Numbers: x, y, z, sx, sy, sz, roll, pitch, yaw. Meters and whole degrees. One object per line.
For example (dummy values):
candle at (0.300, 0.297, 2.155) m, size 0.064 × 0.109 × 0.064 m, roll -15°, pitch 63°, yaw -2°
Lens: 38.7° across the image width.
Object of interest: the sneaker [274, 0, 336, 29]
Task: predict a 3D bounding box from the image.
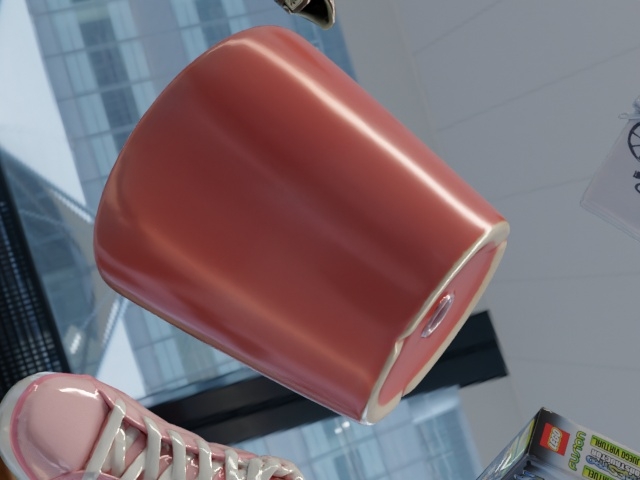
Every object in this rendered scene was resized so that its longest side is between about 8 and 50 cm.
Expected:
sneaker at (-0.041, -0.320, 1.115) m, size 0.066 × 0.188 × 0.071 m, roll -37°, pitch -122°, yaw 27°

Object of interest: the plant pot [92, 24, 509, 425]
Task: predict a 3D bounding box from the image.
plant pot at (0.000, 0.000, 0.739) m, size 0.243 × 0.275 × 0.275 m, roll 35°, pitch -34°, yaw 18°

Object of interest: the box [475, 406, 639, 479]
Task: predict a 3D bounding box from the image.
box at (0.160, 0.193, 0.621) m, size 0.114 × 0.036 × 0.207 m, roll 25°, pitch -36°, yaw 6°

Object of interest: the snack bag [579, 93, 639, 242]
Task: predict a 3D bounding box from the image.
snack bag at (0.554, -0.100, 1.226) m, size 0.323 × 0.343 × 0.037 m, roll 34°, pitch -9°, yaw 5°

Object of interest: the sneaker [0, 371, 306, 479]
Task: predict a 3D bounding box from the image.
sneaker at (-0.051, 0.088, 0.340) m, size 0.070 × 0.051 × 0.134 m, roll -18°, pitch -51°, yaw 38°
